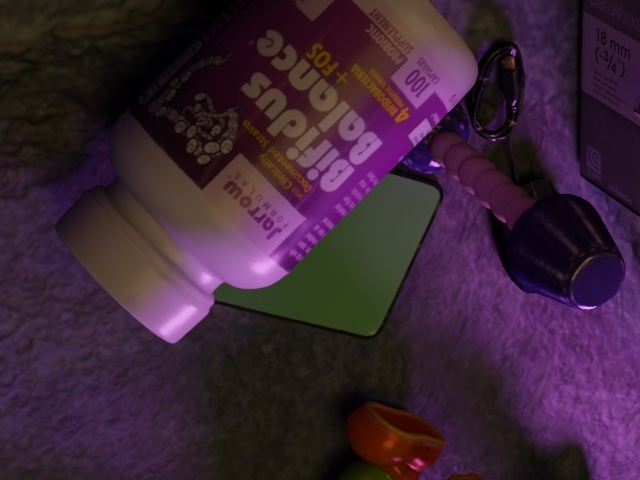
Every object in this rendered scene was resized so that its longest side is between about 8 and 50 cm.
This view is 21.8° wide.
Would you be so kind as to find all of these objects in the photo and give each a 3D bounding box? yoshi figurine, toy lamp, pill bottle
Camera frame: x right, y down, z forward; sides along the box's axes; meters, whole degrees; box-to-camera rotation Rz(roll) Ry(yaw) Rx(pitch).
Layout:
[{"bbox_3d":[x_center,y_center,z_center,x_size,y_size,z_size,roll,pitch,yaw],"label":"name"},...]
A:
[{"bbox_3d":[-0.005,0.325,1.431,0.203,0.203,0.362,30,102,-18],"label":"yoshi figurine"},{"bbox_3d":[0.138,-0.030,1.253,0.080,0.275,0.080,-11,118,-21],"label":"toy lamp"},{"bbox_3d":[-0.044,-0.073,1.209,0.301,0.169,0.169,-46,125,1],"label":"pill bottle"}]

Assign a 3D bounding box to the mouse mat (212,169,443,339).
[{"bbox_3d":[0.000,0.000,1.366,0.189,0.007,0.153,15,108,-32],"label":"mouse mat"}]

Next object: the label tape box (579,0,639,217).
[{"bbox_3d":[0.341,-0.208,1.364,0.240,0.106,0.334,-15,121,-19],"label":"label tape box"}]

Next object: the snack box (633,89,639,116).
[{"bbox_3d":[0.335,-0.121,1.326,0.178,0.022,0.064,3,113,-26],"label":"snack box"}]

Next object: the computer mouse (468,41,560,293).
[{"bbox_3d":[0.172,-0.054,1.401,0.071,0.041,0.242,-24,122,-12],"label":"computer mouse"}]
